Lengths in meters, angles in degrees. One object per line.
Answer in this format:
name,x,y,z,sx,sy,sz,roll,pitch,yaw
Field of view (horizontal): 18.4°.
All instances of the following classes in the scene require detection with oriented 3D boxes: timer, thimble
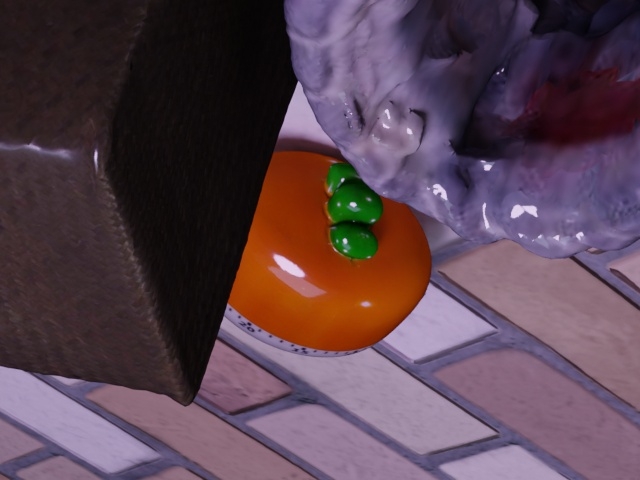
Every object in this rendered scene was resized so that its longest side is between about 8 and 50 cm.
timer,0.000,0.000,1.073,0.136,0.099,0.136,4,144,3
thimble,0.107,-0.113,0.753,0.205,0.172,0.236,19,148,9

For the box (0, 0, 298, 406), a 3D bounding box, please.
box,-0.093,-0.097,0.793,0.143,0.273,0.184,8,149,14
